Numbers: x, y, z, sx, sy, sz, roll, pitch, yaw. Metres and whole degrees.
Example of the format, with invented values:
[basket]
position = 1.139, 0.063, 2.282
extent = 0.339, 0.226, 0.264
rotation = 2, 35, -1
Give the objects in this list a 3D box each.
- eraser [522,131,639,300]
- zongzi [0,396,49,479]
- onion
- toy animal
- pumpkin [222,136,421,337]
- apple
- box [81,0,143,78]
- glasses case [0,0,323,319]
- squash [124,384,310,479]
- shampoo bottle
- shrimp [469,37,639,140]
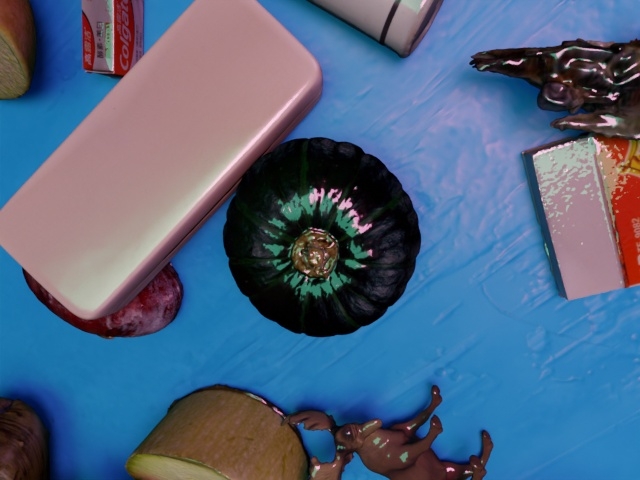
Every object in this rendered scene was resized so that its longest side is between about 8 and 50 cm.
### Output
[eraser]
position = 0.330, -0.045, 0.436
extent = 0.230, 0.038, 0.158
rotation = -16, 98, 14
[zongzi]
position = -0.398, 0.413, 0.633
extent = 0.360, 0.160, 0.323
rotation = 35, 106, -6
[onion]
position = -0.275, 0.059, 0.554
extent = 0.205, 0.098, 0.151
rotation = 19, 104, 7
[toy animal]
position = 0.074, 0.247, 0.526
extent = 0.214, 0.094, 0.186
rotation = 43, 115, -8
[pumpkin]
position = 0.000, 0.000, 0.461
extent = 0.201, 0.140, 0.202
rotation = 2, 108, 7
[apple]
position = -0.401, -0.253, 0.500
extent = 0.264, 0.120, 0.193
rotation = 11, 146, 24
[box]
position = -0.219, -0.288, 0.490
extent = 0.039, 0.055, 0.218
rotation = 9, 103, 12
[glasses case]
position = -0.155, -0.085, 0.465
extent = 0.144, 0.076, 0.336
rotation = 45, 91, 1
[squash]
position = -0.128, 0.304, 0.567
extent = 0.220, 0.133, 0.220
rotation = 4, 109, 10
[shampoo bottle]
position = -0.009, -0.274, 0.433
extent = 0.262, 0.085, 0.085
rotation = 32, 106, 4
[shrimp]
position = 0.342, -0.202, 0.360
extent = 0.444, 0.085, 0.272
rotation = -8, 84, 11
